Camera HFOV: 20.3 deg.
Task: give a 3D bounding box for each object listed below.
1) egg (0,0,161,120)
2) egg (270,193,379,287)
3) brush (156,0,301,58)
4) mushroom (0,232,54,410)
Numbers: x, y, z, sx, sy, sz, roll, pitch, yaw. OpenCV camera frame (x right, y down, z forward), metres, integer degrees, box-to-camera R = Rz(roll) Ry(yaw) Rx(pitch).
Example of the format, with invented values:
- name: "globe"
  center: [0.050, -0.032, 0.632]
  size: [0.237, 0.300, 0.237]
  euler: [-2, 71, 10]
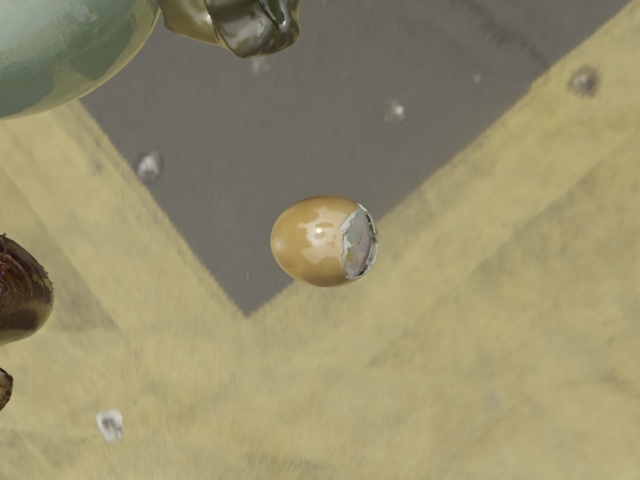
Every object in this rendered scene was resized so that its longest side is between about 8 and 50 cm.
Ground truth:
- name: "egg"
  center: [-0.271, -0.216, 1.579]
  size: [0.295, 0.218, 0.218]
  euler: [-40, 80, -23]
- name: "egg"
  center: [0.000, 0.000, 1.500]
  size: [0.096, 0.080, 0.080]
  euler: [7, 70, 34]
- name: "brush"
  center: [-0.058, -0.235, 0.827]
  size: [0.071, 0.084, 0.301]
  euler: [-18, 112, -34]
- name: "mushroom"
  center: [-0.190, 0.030, 0.863]
  size: [0.109, 0.126, 0.085]
  euler: [34, 114, 18]
